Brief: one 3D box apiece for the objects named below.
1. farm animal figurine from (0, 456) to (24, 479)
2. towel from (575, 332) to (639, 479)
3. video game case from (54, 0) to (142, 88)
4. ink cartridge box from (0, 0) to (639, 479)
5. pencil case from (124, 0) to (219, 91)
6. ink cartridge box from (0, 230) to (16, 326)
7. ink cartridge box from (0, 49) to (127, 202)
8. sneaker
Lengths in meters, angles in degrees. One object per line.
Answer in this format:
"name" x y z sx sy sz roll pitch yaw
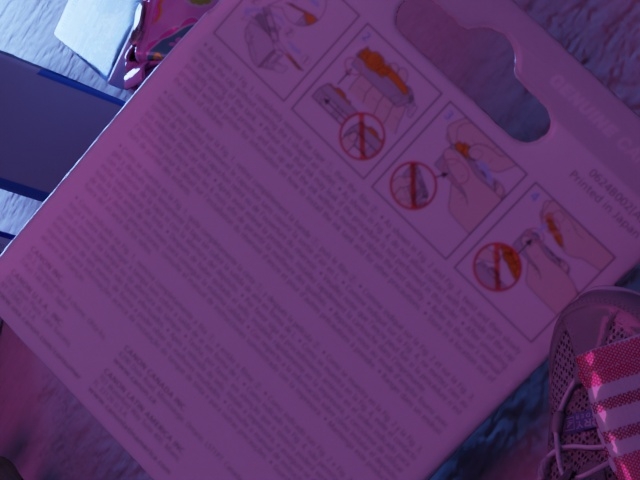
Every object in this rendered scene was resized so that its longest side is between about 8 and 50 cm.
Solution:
"farm animal figurine" -0.327 0.275 1.175 0.330 0.172 0.326 150 120 -73
"towel" 0.218 0.120 0.598 0.144 0.029 0.197 -21 71 8
"video game case" -0.210 -0.282 1.401 0.183 0.023 0.201 41 106 51
"ink cartridge box" 0.005 0.001 0.844 0.308 0.091 0.385 45 103 10
"pencil case" -0.104 -0.254 1.177 0.124 0.124 0.284 -10 66 49
"ink cartridge box" -0.446 0.152 1.383 0.069 0.176 0.371 -6 70 51
"ink cartridge box" -0.370 -0.145 1.376 0.307 0.223 0.129 25 96 53
"sneaker" 0.150 0.149 0.655 0.105 0.115 0.281 -27 54 43
